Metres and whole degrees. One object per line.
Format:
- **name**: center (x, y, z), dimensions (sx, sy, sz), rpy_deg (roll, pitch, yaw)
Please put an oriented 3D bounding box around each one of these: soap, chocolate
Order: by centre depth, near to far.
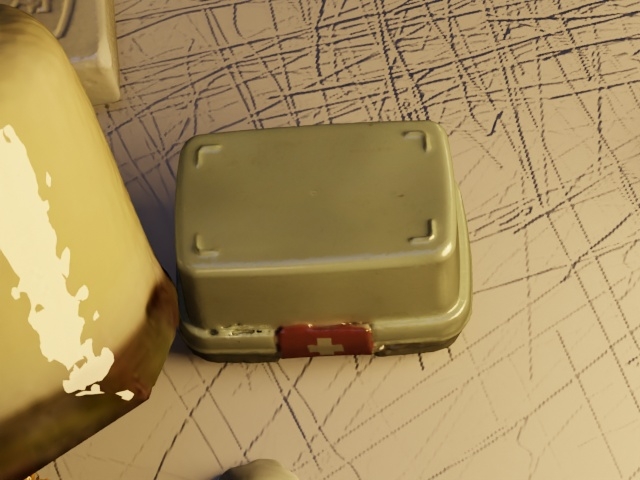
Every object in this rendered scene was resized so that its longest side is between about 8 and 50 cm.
- **chocolate**: center (-0.288, -0.010, 1.140), dimensions (0.326, 0.297, 0.314), rpy_deg (-35, 29, -17)
- **soap**: center (-0.224, -0.185, 1.433), dimensions (0.121, 0.064, 0.183), rpy_deg (-10, 57, 1)

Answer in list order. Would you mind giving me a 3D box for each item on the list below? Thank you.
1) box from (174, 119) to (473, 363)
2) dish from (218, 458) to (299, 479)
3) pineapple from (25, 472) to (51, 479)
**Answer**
- **box**: center (0.000, 0.000, 1.261), dimensions (0.210, 0.129, 0.148), rpy_deg (-4, 57, 3)
- **dish**: center (-0.048, 0.200, 1.193), dimensions (0.091, 0.039, 0.137), rpy_deg (4, 60, 7)
- **pineapple**: center (-0.228, 0.181, 1.191), dimensions (0.077, 0.114, 0.114), rpy_deg (23, 57, 38)
